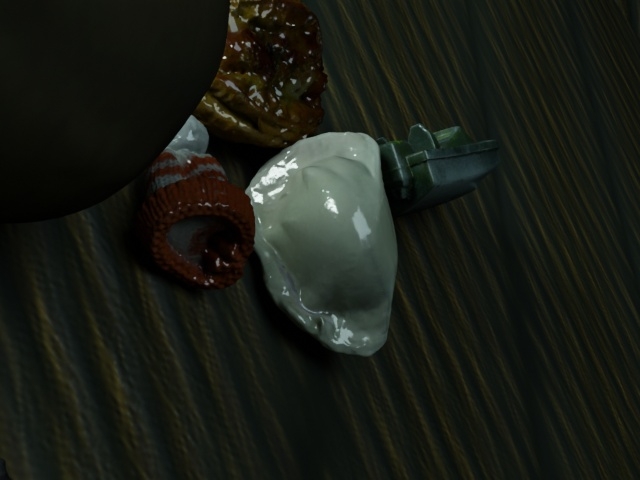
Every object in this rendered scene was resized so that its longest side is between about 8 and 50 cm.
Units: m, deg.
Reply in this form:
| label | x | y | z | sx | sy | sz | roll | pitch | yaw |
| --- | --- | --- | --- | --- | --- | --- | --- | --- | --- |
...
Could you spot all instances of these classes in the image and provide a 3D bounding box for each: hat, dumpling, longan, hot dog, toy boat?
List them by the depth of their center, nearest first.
| label | x | y | z | sx | sy | sz | roll | pitch | yaw |
| --- | --- | --- | --- | --- | --- | --- | --- | --- | --- |
| longan | -0.209 | -0.162 | 0.719 | 0.319 | 0.319 | 0.319 | 34 | 39 | -34 |
| hat | -0.117 | -0.046 | 0.973 | 0.112 | 0.093 | 0.162 | 40 | 17 | -44 |
| dumpling | 0.000 | 0.000 | 1.059 | 0.151 | 0.124 | 0.229 | -2 | 69 | -12 |
| hot dog | -0.065 | -0.170 | 1.105 | 0.227 | 0.099 | 0.160 | -2 | 94 | -57 |
| toy boat | 0.121 | -0.083 | 1.262 | 0.319 | 0.141 | 0.092 | -16 | 88 | -58 |

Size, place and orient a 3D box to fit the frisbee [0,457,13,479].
| label | x | y | z | sx | sy | sz | roll | pitch | yaw |
| --- | --- | --- | --- | --- | --- | --- | --- | --- | --- |
| frisbee | -0.224 | 0.206 | 0.662 | 0.211 | 0.012 | 0.187 | 42 | 35 | -24 |
